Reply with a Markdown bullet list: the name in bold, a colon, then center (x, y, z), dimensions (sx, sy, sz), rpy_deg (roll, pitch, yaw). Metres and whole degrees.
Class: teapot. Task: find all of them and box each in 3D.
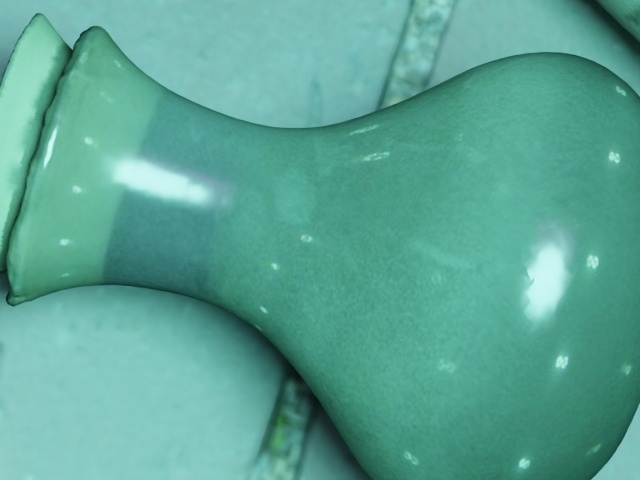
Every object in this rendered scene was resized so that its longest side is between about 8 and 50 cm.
- **teapot**: center (0.000, 0.000, 0.706), dimensions (0.250, 0.183, 0.184), rpy_deg (15, 74, -1)

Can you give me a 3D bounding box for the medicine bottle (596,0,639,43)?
- **medicine bottle**: center (0.206, -0.111, 0.795), dimensions (0.252, 0.144, 0.144), rpy_deg (46, 71, -4)
